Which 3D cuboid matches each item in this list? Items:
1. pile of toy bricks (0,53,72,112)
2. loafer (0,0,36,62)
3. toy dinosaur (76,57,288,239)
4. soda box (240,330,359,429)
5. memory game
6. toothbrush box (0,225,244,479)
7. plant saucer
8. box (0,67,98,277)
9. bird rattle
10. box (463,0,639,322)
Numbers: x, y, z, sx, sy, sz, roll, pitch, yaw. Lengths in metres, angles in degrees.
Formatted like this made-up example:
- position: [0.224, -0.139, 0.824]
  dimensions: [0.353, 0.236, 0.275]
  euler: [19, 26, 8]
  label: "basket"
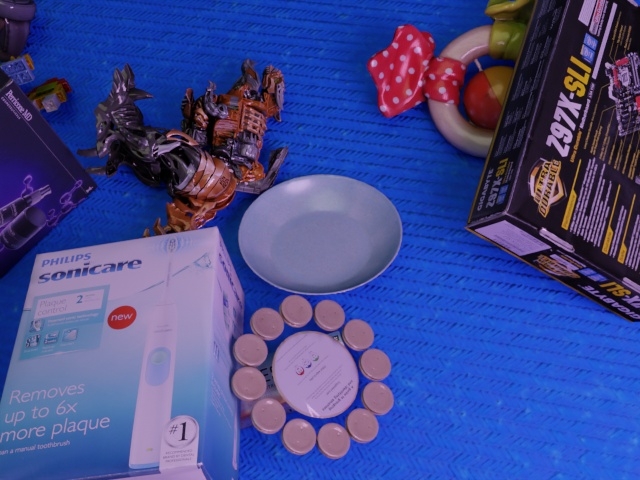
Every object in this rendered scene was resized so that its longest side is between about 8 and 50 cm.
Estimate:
- position: [-0.451, -0.212, 1.201]
  dimensions: [0.212, 0.118, 0.105]
  euler: [-15, 34, 11]
  label: "pile of toy bricks"
- position: [-0.540, -0.339, 1.258]
  dimensions: [0.303, 0.109, 0.095]
  euler: [25, 114, 17]
  label: "loafer"
- position: [-0.167, -0.101, 1.091]
  dimensions: [0.218, 0.164, 0.322]
  euler: [29, 52, 1]
  label: "toy dinosaur"
- position: [-0.052, 0.165, 1.006]
  dimensions: [0.183, 0.058, 0.063]
  euler: [-18, 66, -1]
  label: "soda box"
- position: [-0.006, 0.142, 0.947]
  dimensions: [0.186, 0.012, 0.186]
  euler: [12, 56, -18]
  label: "memory game"
- position: [-0.200, 0.144, 0.931]
  dimensions: [0.216, 0.126, 0.295]
  euler: [-8, 46, 7]
  label: "toothbrush box"
- position: [0.000, 0.000, 1.060]
  dimensions: [0.195, 0.037, 0.195]
  euler: [-1, 47, 1]
  label: "plant saucer"
- position: [-0.400, -0.085, 1.045]
  dimensions: [0.103, 0.261, 0.184]
  euler: [37, 77, 20]
  label: "box"
- position: [0.196, -0.200, 1.093]
  dimensions: [0.254, 0.143, 0.207]
  euler: [-27, 83, -1]
  label: "bird rattle"
- position: [0.320, -0.105, 0.989]
  dimensions: [0.257, 0.079, 0.322]
  euler: [26, 70, -19]
  label: "box"
